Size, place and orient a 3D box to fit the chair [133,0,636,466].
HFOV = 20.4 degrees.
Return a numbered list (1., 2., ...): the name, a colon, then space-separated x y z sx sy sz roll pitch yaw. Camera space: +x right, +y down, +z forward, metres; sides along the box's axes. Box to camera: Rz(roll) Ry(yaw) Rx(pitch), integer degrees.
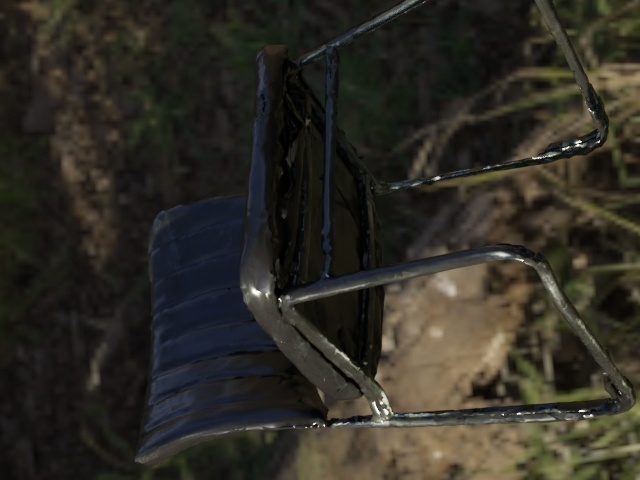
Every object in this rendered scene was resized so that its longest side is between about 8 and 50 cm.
1. chair: 0.000 0.000 0.716 0.221 0.145 0.140 -11 57 21
